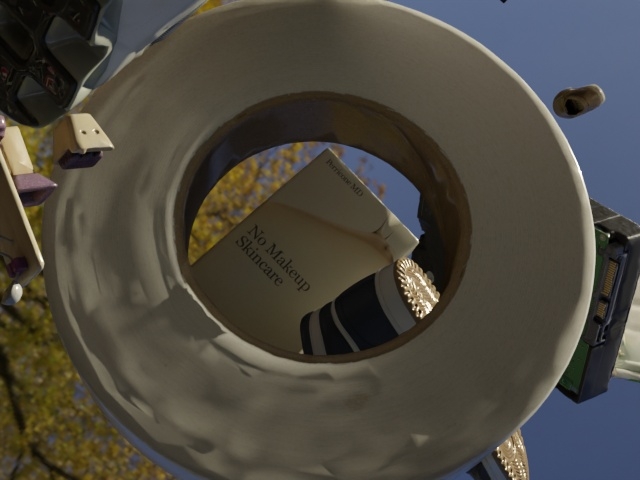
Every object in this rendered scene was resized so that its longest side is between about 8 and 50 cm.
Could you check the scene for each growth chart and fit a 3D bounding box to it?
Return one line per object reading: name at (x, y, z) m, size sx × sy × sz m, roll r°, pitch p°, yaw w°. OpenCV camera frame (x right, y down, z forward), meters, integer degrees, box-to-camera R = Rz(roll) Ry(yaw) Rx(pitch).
growth chart at (0.499, 0.115, 1.494) m, size 0.021 × 0.172 × 0.237 m, roll 114°, pitch -8°, yaw -58°

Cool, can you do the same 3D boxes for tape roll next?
tape roll at (0.000, 0.000, 0.727) m, size 0.392 × 0.392 × 0.072 m, roll -59°, pitch 173°, yaw -21°

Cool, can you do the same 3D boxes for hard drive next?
hard drive at (0.252, 0.021, 1.303) m, size 0.064 × 0.236 × 0.339 m, roll -14°, pitch -146°, yaw -30°

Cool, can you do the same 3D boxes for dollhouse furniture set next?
dollhouse furniture set at (-0.154, 0.003, 0.477) m, size 0.114 × 0.091 × 0.081 m, roll -34°, pitch -106°, yaw 42°

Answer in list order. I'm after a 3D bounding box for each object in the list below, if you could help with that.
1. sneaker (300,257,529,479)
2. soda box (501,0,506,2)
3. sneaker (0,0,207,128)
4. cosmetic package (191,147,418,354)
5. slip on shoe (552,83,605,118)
sneaker at (0.090, 0.163, 1.021) m, size 0.153 × 0.282 × 0.099 m, roll -26°, pitch -166°, yaw 23°
soda box at (0.222, -0.417, 1.444) m, size 0.060 × 0.169 × 0.053 m, roll -43°, pitch -148°, yaw 25°
sneaker at (-0.075, -0.184, 0.488) m, size 0.146 × 0.122 × 0.331 m, roll -41°, pitch -173°, yaw -36°
cosmetic package at (-0.056, 0.059, 1.154) m, size 0.309 × 0.160 × 0.113 m, roll -43°, pitch 175°, yaw -16°
slip on shoe at (0.417, -0.224, 1.673) m, size 0.041 × 0.051 × 0.135 m, roll -34°, pitch -169°, yaw -15°
